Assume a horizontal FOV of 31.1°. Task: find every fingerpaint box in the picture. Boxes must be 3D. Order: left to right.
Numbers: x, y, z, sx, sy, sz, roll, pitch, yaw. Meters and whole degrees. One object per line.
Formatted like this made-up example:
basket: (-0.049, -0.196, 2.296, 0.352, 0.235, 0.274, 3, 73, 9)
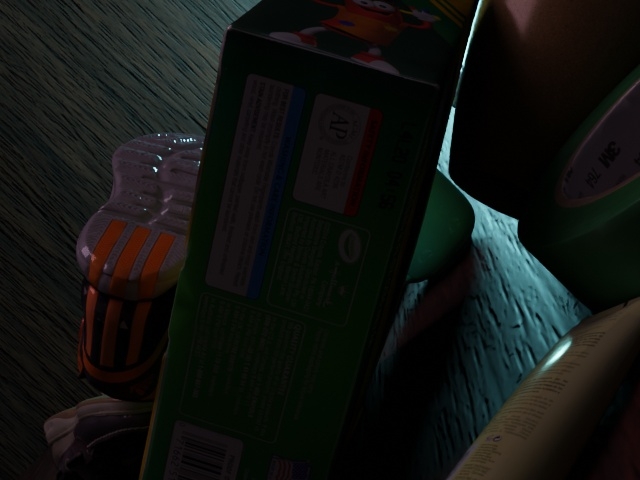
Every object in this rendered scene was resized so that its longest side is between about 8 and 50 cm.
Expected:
fingerpaint box: (0.000, 0.000, 1.018, 0.371, 0.163, 0.444, -62, -13, -65)

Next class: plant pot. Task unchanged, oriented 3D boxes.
plant pot: (0.233, -0.150, 1.116, 0.254, 0.237, 0.237, -63, 10, -10)

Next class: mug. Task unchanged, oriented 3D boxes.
mug: (0.110, -0.003, 1.360, 0.158, 0.097, 0.129, -46, 8, 7)

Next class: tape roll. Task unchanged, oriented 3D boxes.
tape roll: (0.292, -0.086, 0.871, 0.321, 0.077, 0.321, -46, 7, 8)

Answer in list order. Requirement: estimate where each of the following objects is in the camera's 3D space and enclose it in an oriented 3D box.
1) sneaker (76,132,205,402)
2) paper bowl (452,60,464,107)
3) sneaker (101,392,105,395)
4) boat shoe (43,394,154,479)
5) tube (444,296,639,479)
sneaker: (-0.156, 0.026, 1.049, 0.321, 0.125, 0.180, -64, -10, -61)
paper bowl: (0.291, -0.238, 1.412, 0.284, 0.148, 0.284, -46, 7, 7)
sneaker: (-0.119, 0.157, 1.248, 0.128, 0.221, 0.087, 145, 127, -59)
boat shoe: (-0.205, 0.203, 1.154, 0.103, 0.092, 0.285, -5, -12, -33)
tube: (0.148, 0.110, 0.728, 0.070, 0.062, 0.240, 16, 44, 31)
